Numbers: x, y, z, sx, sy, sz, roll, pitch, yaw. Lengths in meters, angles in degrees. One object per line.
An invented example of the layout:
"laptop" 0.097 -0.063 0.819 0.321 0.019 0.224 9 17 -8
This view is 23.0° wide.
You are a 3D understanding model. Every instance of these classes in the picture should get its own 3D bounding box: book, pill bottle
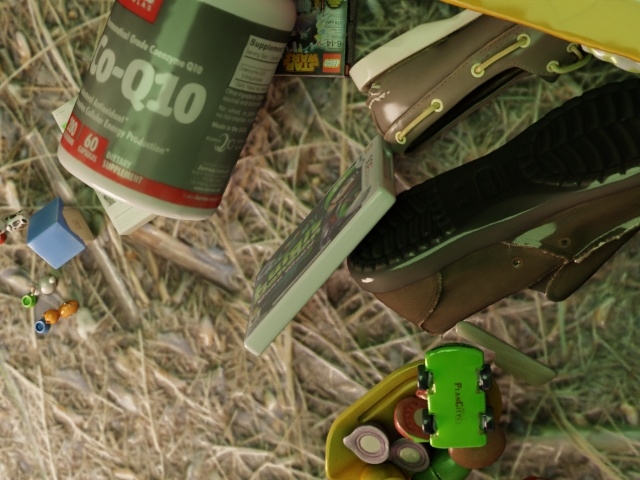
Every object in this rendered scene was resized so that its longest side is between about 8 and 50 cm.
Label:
"book" -0.194 -0.092 1.577 0.096 0.035 0.144 -32 80 17
"pill bottle" -0.120 -0.176 1.444 0.161 0.161 0.283 28 104 20

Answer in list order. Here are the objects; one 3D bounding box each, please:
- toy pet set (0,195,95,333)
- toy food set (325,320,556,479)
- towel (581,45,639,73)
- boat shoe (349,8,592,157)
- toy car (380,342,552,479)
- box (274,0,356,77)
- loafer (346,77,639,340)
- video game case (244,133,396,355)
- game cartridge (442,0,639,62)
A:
"toy pet set" -0.288 0.019 1.600 0.114 0.065 0.122 -33 79 20
"toy food set" 0.101 0.176 1.402 0.128 0.071 0.218 37 112 -29
"towel" 0.440 -0.214 1.221 0.374 0.090 0.321 26 101 0
"boat shoe" 0.179 -0.179 1.377 0.324 0.116 0.097 -26 86 25
"toy car" 0.121 0.179 1.339 0.239 0.053 0.225 -3 115 6
"box" -0.033 -0.204 1.509 0.137 0.027 0.094 3 94 23
"loafer" 0.207 -0.025 1.379 0.366 0.134 0.130 -22 126 17
"video game case" 0.000 0.000 1.428 0.022 0.173 0.190 38 106 -11
"game cartridge" 0.229 -0.308 1.177 0.285 0.052 0.324 19 104 14
